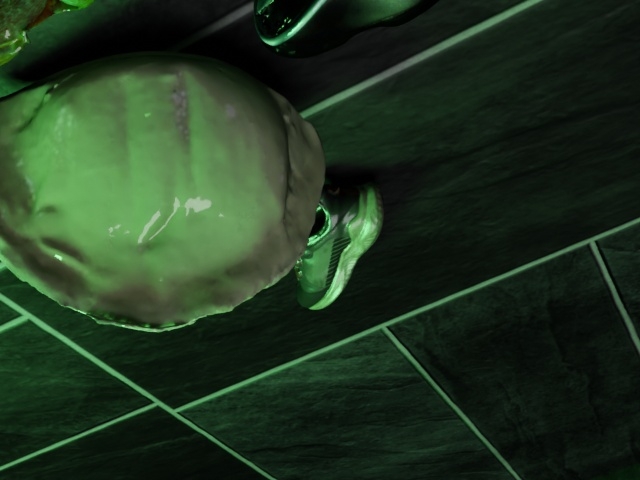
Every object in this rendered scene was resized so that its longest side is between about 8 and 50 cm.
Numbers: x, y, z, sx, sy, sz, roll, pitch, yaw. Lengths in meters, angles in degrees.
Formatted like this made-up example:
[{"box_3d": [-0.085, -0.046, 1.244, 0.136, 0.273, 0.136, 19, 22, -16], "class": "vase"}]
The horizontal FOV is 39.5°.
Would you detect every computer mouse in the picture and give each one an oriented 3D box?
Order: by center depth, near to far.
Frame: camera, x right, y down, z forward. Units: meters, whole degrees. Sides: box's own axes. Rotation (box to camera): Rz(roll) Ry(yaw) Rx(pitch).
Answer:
[{"box_3d": [0.028, -0.270, 0.876, 0.233, 0.137, 0.096, -24, 142, 17], "class": "computer mouse"}]

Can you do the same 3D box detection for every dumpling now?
[{"box_3d": [-0.186, -0.054, 0.947, 0.395, 0.316, 0.233, 9, 144, -10], "class": "dumpling"}]

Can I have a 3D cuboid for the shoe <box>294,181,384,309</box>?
[{"box_3d": [0.000, 0.000, 1.231, 0.112, 0.099, 0.227, 18, 129, -21], "class": "shoe"}]

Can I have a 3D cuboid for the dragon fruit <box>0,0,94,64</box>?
[{"box_3d": [-0.333, -0.273, 0.757, 0.295, 0.130, 0.268, 23, 98, -43], "class": "dragon fruit"}]
